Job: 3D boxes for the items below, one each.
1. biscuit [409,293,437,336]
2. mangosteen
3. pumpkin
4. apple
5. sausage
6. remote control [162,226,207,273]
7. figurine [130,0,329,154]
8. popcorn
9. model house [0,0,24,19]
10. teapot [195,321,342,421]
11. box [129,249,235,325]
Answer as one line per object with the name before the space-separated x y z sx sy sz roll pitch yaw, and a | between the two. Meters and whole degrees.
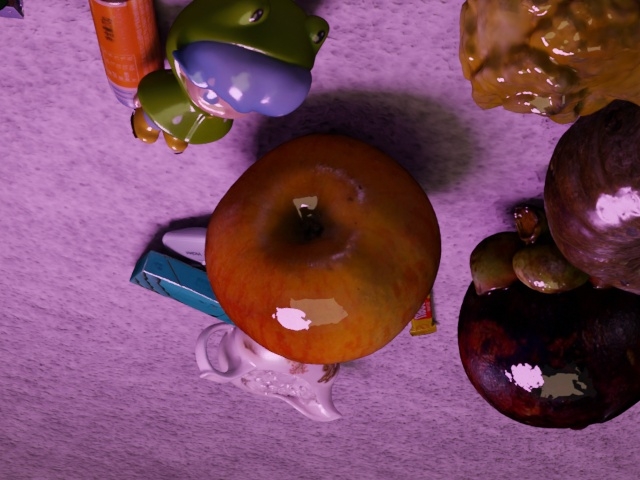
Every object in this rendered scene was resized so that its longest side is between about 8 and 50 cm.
biscuit | 0.149 0.074 1.935 0.048 0.026 0.292 -15 150 0
mangosteen | 0.322 0.107 1.704 0.311 0.311 0.311 5 151 3
pumpkin | 0.381 -0.030 1.473 0.232 0.242 0.325 -19 139 25
apple | 0.000 0.000 1.573 0.301 0.301 0.301 5 151 3
sausage | -0.214 -0.220 1.427 0.071 0.071 0.234 6 151 2
remote control | -0.116 0.052 1.921 0.103 0.051 0.293 4 157 36
figurine | -0.110 -0.182 1.386 0.162 0.143 0.263 18 146 -36
popcorn | 0.251 -0.215 1.248 0.233 0.192 0.266 -11 174 1
model house | -0.350 -0.272 1.267 0.117 0.167 0.088 3 155 -2
teapot | -0.080 0.203 2.101 0.298 0.139 0.204 22 150 -27
box | -0.172 0.083 1.922 0.226 0.042 0.161 24 166 -12
